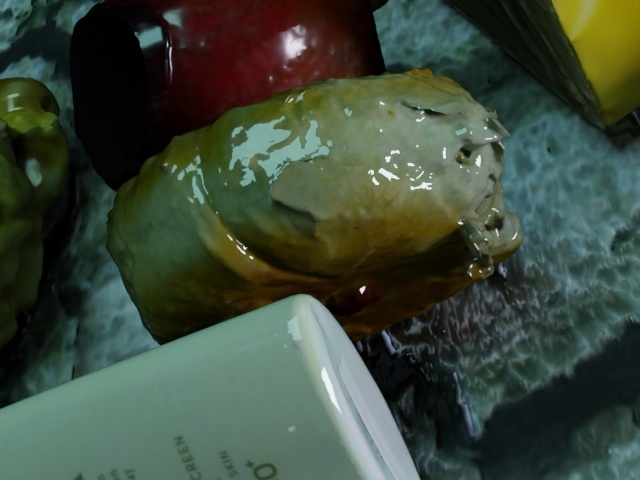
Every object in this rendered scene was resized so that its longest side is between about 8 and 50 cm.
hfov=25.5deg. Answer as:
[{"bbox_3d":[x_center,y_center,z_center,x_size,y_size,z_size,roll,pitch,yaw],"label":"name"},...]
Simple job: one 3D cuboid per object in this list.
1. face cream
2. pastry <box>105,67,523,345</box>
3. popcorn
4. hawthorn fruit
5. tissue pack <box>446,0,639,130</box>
[{"bbox_3d":[-0.124,0.160,0.807,0.348,0.174,0.081,-21,19,16],"label":"face cream"},{"bbox_3d":[-0.003,-0.001,0.826,0.235,0.257,0.121,-18,72,1],"label":"pastry"},{"bbox_3d":[-0.323,-0.016,1.075,0.265,0.225,0.332,6,33,23],"label":"popcorn"},{"bbox_3d":[-0.052,-0.120,0.988,0.249,0.215,0.215,-40,41,-20],"label":"hawthorn fruit"},{"bbox_3d":[0.238,-0.301,0.936,0.382,0.228,0.293,-37,39,1],"label":"tissue pack"}]
